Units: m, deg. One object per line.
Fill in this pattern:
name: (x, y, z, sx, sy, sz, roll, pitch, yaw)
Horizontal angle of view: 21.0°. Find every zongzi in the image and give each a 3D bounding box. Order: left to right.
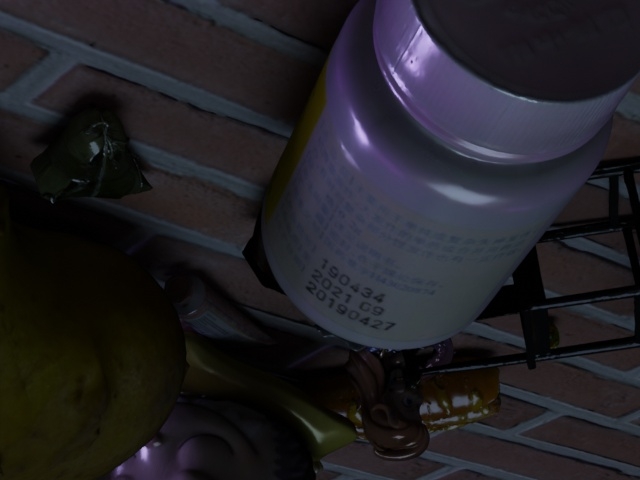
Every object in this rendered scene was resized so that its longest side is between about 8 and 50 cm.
zongzi: (-0.170, -0.073, 1.464, 0.119, 0.055, 0.109, 2, 153, -36)

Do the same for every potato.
potato: (-0.270, 0.057, 1.574, 0.296, 0.290, 0.397, -21, 122, -32)

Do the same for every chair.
chair: (0.193, 0.029, 1.602, 0.260, 0.154, 0.141, -9, 152, 4)

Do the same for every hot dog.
hot dog: (0.077, 0.186, 1.974, 0.269, 0.072, 0.115, -10, 160, 13)

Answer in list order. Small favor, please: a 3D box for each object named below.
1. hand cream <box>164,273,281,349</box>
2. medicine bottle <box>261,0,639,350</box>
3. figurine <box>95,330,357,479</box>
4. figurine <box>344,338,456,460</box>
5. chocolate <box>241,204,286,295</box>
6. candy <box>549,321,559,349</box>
hand cream: (-0.106, 0.081, 1.782, 0.067, 0.043, 0.209, -7, 158, 16)
medicine bottle: (0.094, -0.079, 1.305, 0.213, 0.213, 0.378, 4, 152, -15)
figurine: (-0.160, 0.334, 1.853, 0.266, 0.377, 0.361, 23, 154, -2)
figurine: (0.076, 0.159, 1.850, 0.114, 0.157, 0.126, 7, 165, 28)
chocolate: (0.000, 0.000, 1.565, 0.149, 0.125, 0.080, 0, 136, 1)
candy: (0.243, 0.117, 1.911, 0.035, 0.035, 0.123, -16, 162, -2)
